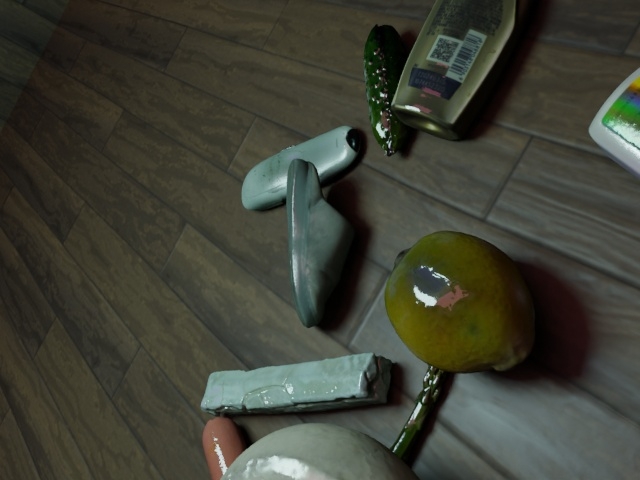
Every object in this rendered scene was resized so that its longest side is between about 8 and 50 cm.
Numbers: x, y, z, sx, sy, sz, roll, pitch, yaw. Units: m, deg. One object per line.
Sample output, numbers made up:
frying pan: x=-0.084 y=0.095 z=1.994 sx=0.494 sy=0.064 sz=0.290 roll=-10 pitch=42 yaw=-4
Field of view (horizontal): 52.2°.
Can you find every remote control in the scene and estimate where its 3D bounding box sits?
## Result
remote control: x=-0.042 y=-0.119 z=1.073 sx=0.256 sy=0.045 sz=0.098 roll=-23 pitch=57 yaw=31

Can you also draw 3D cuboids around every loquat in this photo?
loquat: x=0.156 y=0.072 z=0.728 sx=0.195 sy=0.152 sz=0.152 roll=39 pitch=99 yaw=36

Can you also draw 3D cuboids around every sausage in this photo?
sausage: x=-0.127 y=0.323 z=0.933 sx=0.062 sy=0.062 sz=0.154 roll=-46 pitch=46 yaw=17

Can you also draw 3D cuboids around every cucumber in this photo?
cucumber: x=0.099 y=-0.225 z=0.977 sx=0.069 sy=0.069 sz=0.228 roll=-18 pitch=64 yaw=37

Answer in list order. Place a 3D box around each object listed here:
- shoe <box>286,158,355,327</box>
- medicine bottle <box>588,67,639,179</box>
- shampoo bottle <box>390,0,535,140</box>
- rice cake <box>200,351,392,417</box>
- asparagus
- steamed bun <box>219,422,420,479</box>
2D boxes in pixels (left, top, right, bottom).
shoe: x=0.000 y=0.000 z=0.953 sx=0.100 sy=0.103 sz=0.251 roll=-4 pitch=77 yaw=-4
medicine bottle: x=0.378 y=-0.087 z=0.635 sx=0.115 sy=0.078 sz=0.219 roll=-47 pitch=46 yaw=14
shampoo bottle: x=0.218 y=-0.312 z=0.886 sx=0.125 sy=0.084 sz=0.350 roll=25 pitch=88 yaw=29
rice cake: x=-0.048 y=0.207 z=0.915 sx=0.336 sy=0.063 sz=0.066 roll=-18 pitch=50 yaw=39
asparagus: x=0.101 y=0.234 z=0.785 sx=0.034 sy=0.027 sz=0.236 roll=30 pitch=93 yaw=36
steamed bun: x=0.014 y=0.332 z=0.698 sx=0.282 sy=0.177 sz=0.283 roll=3 pitch=96 yaw=32
